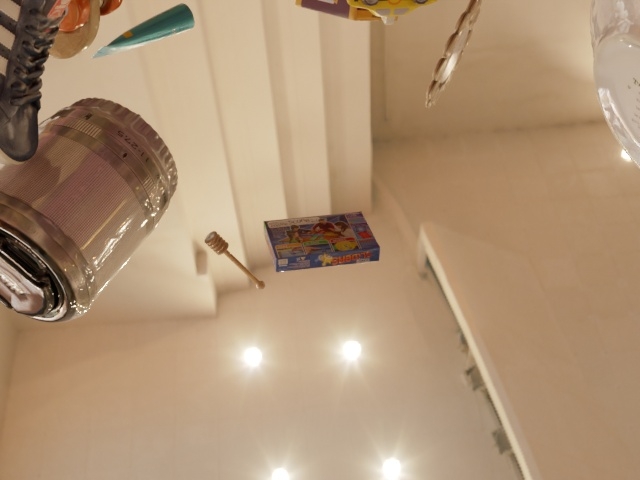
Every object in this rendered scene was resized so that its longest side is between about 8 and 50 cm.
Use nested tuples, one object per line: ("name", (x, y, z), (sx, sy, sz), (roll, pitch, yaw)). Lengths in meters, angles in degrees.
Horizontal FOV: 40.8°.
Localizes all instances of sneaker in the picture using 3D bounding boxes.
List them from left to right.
("sneaker", (-0.348, -0.259, 1.012), (0.148, 0.350, 0.131), (0, -159, 7))

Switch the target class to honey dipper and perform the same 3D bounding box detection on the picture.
("honey dipper", (-0.154, 0.041, 1.610), (0.030, 0.161, 0.031), (-28, -143, 24))

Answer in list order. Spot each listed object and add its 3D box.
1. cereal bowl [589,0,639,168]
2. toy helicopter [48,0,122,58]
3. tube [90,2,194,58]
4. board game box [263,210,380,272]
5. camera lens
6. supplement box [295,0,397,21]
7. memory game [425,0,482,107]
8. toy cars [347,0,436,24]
("cereal bowl", (0.352, -0.146, 0.776), (0.141, 0.339, 0.339), (-28, -128, -5))
("toy helicopter", (-0.536, -0.466, 1.495), (0.355, 0.235, 0.140), (49, -146, -9))
("tube", (-0.338, -0.394, 1.643), (0.207, 0.080, 0.052), (-33, -84, -30))
("board game box", (0.000, 0.000, 1.657), (0.201, 0.035, 0.136), (-6, -146, -11))
("camera lens", (-0.353, -0.041, 1.193), (0.219, 0.219, 0.274), (17, -131, 18))
("supplement box", (0.066, -0.577, 1.826), (0.129, 0.192, 0.194), (-12, -152, -41))
("memory game", (0.206, -0.292, 1.342), (0.012, 0.186, 0.186), (27, -125, 9))
("toy cars", (0.187, -0.503, 1.643), (0.176, 0.087, 0.393), (31, -131, 24))
